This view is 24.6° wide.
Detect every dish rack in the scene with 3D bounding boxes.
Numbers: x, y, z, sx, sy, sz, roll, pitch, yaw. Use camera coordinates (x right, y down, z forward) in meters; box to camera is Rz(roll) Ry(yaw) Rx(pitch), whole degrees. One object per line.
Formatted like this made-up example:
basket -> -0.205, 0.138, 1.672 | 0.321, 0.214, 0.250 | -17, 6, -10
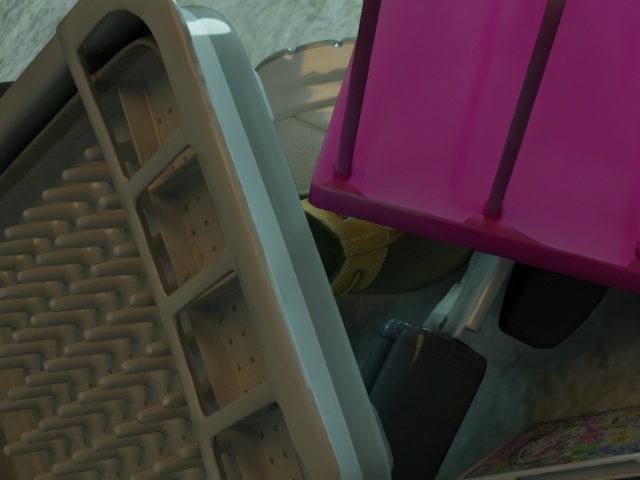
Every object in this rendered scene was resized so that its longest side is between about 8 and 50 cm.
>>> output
dish rack -> -0.091, 0.057, 0.711 | 0.333, 0.072, 0.285 | -34, 72, 48

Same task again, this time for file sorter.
file sorter -> 0.166, -0.104, 0.606 | 0.291, 0.182, 0.202 | 15, 60, 3

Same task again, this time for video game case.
video game case -> 0.130, 0.090, 0.651 | 0.122, 0.011, 0.087 | -15, 3, 34

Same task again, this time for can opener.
can opener -> 0.062, 0.072, 0.701 | 0.280, 0.093, 0.074 | -60, 6, -5

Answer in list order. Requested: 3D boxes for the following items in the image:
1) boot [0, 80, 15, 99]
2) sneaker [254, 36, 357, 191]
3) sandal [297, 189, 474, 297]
boot -> -0.098, 0.016, 0.884 | 0.112, 0.115, 0.305 | -47, 60, -8
sneaker -> 0.096, -0.056, 0.806 | 0.297, 0.111, 0.129 | -12, 71, 30
sandal -> 0.000, 0.000, 0.764 | 0.180, 0.072, 0.049 | -5, 14, 10
